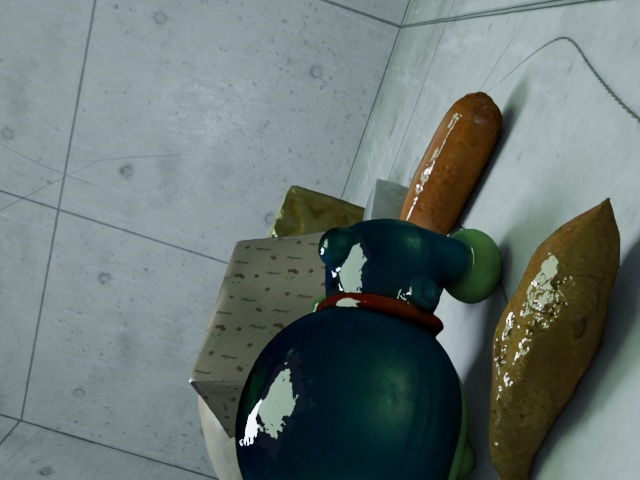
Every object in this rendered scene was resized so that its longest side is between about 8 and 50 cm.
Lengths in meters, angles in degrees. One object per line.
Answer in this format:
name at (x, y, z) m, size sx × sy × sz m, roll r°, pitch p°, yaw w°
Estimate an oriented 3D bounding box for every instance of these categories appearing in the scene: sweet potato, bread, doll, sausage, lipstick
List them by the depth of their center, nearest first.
sweet potato at (0.133, 0.072, 0.359) m, size 0.068 × 0.059 × 0.206 m, roll -16°, pitch -60°, yaw -52°
doll at (0.035, 0.119, 0.513) m, size 0.198 × 0.186 × 0.322 m, roll -33°, pitch 36°, yaw 54°
sausage at (0.153, -0.082, 0.703) m, size 0.076 × 0.076 × 0.198 m, roll -77°, pitch 7°, yaw -56°
lipstick at (0.098, 0.037, 0.952) m, size 0.372 × 0.076 × 0.080 m, roll -76°, pitch 3°, yaw -51°
bread at (0.000, 0.000, 1.291) m, size 0.196 × 0.251 × 0.239 m, roll 114°, pitch 176°, yaw -51°

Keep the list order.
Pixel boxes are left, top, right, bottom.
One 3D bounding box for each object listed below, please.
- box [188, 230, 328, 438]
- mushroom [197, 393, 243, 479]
box at (-0.051, 0.157, 0.982) m, size 0.297 × 0.225 × 0.191 m, roll -79°, pitch -23°, yaw -45°
mushroom at (-0.094, 0.351, 1.206) m, size 0.362 × 0.294 × 0.363 m, roll 170°, pitch 90°, yaw -72°
